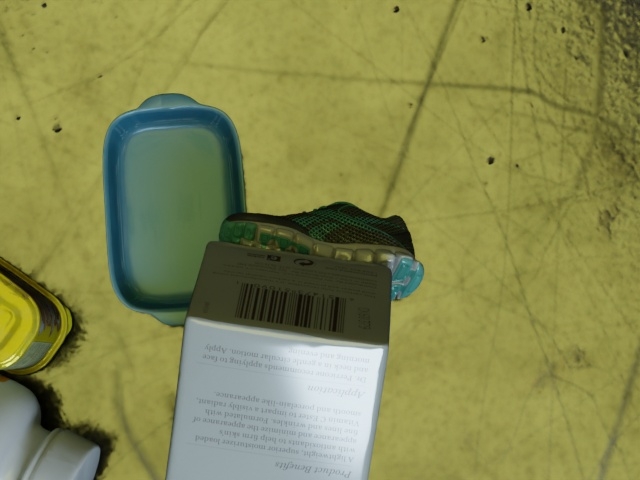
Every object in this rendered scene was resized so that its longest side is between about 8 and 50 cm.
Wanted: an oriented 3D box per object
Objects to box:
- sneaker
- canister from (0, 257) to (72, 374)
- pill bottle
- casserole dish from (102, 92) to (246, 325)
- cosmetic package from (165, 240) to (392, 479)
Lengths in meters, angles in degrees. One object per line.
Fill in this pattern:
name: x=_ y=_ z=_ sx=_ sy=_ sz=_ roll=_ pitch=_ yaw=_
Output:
sneaker: x=0.000 y=0.000 z=1.528 sx=0.166 sy=0.065 sz=0.076 roll=12 pitch=41 yaw=-11
canister: x=-0.263 y=0.050 z=1.467 sx=0.126 sy=0.170 sz=0.073 roll=35 pitch=86 yaw=1
pill bottle: x=-0.302 y=0.154 z=1.465 sx=0.246 sy=0.136 sz=0.136 roll=24 pitch=86 yaw=6
casserole dish: x=-0.117 y=-0.024 z=1.543 sx=0.114 sy=0.037 sz=0.188 roll=-4 pitch=86 yaw=-2
cosmetic package: x=-0.032 y=0.119 z=1.449 sx=0.151 sy=0.151 sz=0.183 roll=9 pitch=112 yaw=-1
